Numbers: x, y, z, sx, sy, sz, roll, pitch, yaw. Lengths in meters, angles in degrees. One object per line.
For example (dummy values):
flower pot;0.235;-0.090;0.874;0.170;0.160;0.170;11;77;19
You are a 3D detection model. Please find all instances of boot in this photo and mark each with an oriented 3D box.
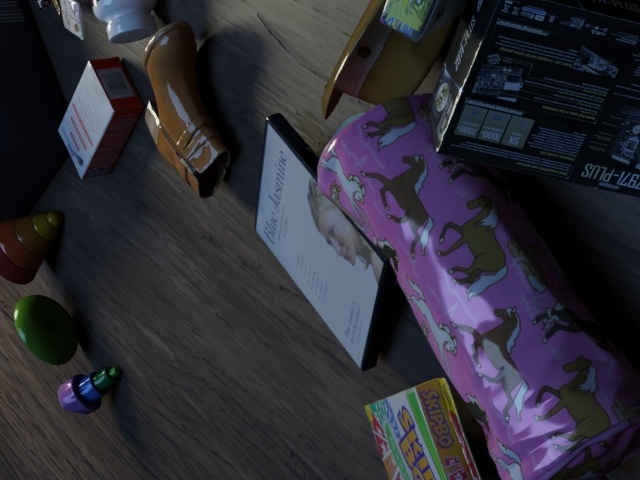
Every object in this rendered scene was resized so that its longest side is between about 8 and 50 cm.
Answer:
boot;-0.160;-0.162;1.508;0.152;0.073;0.197;54;151;30

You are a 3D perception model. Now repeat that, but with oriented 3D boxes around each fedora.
fedora;0.072;-0.186;1.141;0.079;0.194;0.194;29;134;-1

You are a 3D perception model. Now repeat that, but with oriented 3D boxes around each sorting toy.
sorting toy;-0.416;0.097;1.946;0.126;0.127;0.365;-34;73;22

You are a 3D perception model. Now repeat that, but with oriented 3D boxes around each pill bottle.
pill bottle;-0.264;-0.340;1.578;0.086;0.086;0.152;-19;84;55

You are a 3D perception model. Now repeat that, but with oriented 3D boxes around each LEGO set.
LEGO set;-0.369;-0.399;1.686;0.244;0.060;0.182;35;137;52

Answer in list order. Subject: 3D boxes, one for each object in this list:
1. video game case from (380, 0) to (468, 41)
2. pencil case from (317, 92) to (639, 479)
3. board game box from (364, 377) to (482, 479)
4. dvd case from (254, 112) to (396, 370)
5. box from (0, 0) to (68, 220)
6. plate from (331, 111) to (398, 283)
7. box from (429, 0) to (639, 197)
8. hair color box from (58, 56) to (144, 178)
video game case;0.142;-0.280;0.919;0.042;0.232;0.210;32;130;15
pencil case;0.146;0.049;1.077;0.160;0.167;0.386;-43;62;24
board game box;0.102;0.211;1.215;0.259;0.039;0.124;132;120;-72
dvd case;0.000;0.000;1.344;0.253;0.022;0.180;52;148;35
box;-0.578;-0.208;1.974;0.343;0.179;0.312;-40;67;52
plate;0.053;-0.043;1.290;0.188;0.024;0.188;22;118;50
box;0.193;-0.126;0.928;0.077;0.180;0.147;-91;15;-52
hair color box;-0.317;-0.175;1.734;0.093;0.053;0.167;62;141;19
